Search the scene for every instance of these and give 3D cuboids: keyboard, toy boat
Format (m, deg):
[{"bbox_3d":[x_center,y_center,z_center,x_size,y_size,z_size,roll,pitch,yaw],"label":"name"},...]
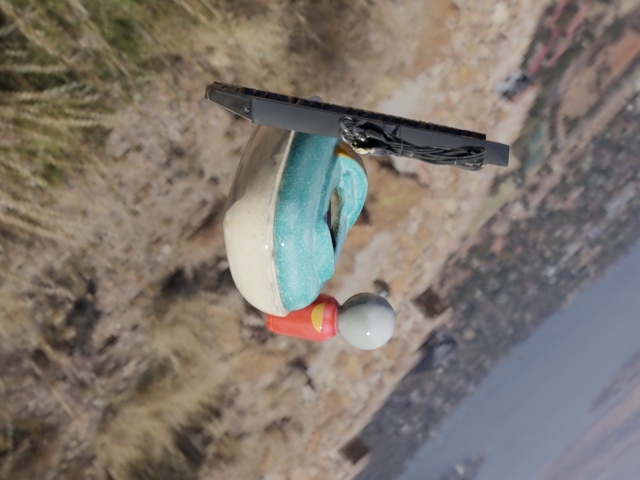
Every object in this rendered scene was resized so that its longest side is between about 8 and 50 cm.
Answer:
[{"bbox_3d":[0.059,-0.108,1.170,0.317,0.201,0.033,5,106,-36],"label":"keyboard"},{"bbox_3d":[0.000,0.000,1.322,0.318,0.148,0.267,81,19,-45],"label":"toy boat"}]
